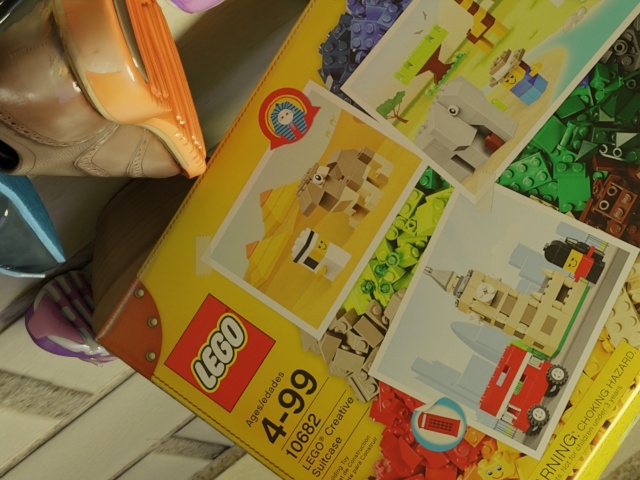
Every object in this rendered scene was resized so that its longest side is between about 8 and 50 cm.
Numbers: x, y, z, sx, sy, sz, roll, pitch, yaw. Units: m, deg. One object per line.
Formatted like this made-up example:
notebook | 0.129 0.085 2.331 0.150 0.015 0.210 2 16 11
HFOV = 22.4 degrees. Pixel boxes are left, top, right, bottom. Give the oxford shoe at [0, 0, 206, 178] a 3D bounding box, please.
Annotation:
oxford shoe | -0.164 -0.102 1.110 0.132 0.130 0.364 -18 171 3

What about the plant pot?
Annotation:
plant pot | -0.131 -0.004 1.509 0.237 0.110 0.237 -36 168 -9

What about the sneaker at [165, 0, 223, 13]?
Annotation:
sneaker | -0.050 -0.223 1.000 0.161 0.102 0.282 -31 166 -15

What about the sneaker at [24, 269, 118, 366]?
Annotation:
sneaker | -0.225 0.086 1.625 0.104 0.095 0.236 -35 170 24

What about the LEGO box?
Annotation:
LEGO box | 0.128 -0.026 1.263 0.500 0.372 0.193 -57 164 5

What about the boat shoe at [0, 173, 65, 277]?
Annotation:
boat shoe | -0.261 -0.036 1.122 0.089 0.109 0.258 -31 151 2

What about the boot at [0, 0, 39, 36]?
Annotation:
boot | -0.213 -0.149 0.720 0.348 0.131 0.260 -47 175 -8
